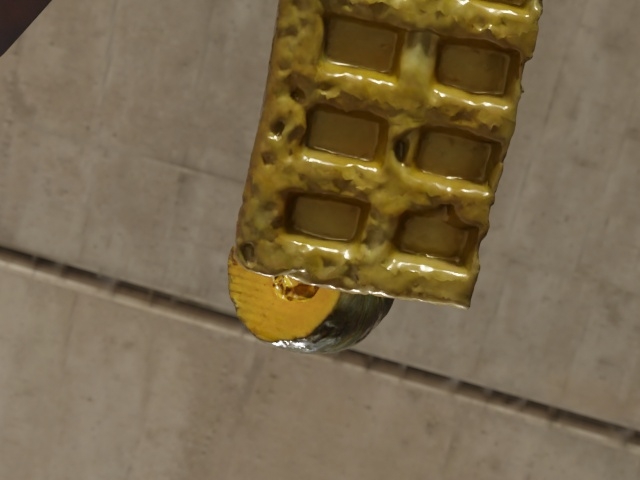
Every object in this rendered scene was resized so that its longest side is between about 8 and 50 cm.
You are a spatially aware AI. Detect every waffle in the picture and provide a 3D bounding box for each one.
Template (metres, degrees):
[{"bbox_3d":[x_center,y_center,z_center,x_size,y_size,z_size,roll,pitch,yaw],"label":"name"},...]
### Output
[{"bbox_3d":[0.046,-0.099,0.807,0.057,0.168,0.274,-91,12,-75],"label":"waffle"}]

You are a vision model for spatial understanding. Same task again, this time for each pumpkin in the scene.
[{"bbox_3d":[0.001,0.000,1.522,0.139,0.190,0.280,15,-92,-51],"label":"pumpkin"}]

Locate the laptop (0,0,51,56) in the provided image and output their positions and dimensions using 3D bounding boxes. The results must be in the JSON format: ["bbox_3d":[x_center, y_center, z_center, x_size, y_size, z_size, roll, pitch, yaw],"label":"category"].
[{"bbox_3d":[-0.241,-0.228,0.923,0.207,0.026,0.154,-42,-29,22],"label":"laptop"}]
